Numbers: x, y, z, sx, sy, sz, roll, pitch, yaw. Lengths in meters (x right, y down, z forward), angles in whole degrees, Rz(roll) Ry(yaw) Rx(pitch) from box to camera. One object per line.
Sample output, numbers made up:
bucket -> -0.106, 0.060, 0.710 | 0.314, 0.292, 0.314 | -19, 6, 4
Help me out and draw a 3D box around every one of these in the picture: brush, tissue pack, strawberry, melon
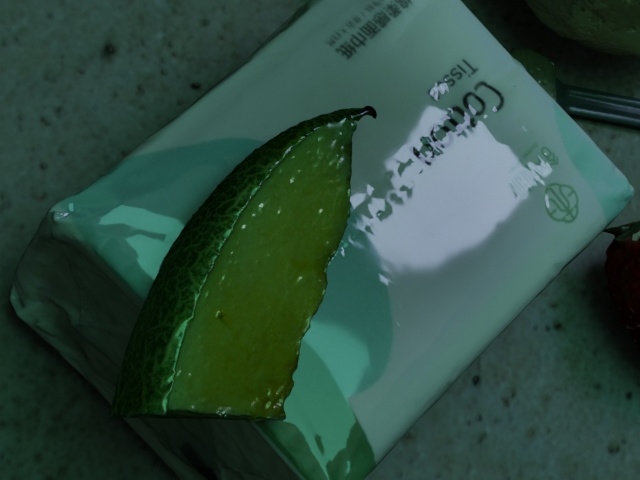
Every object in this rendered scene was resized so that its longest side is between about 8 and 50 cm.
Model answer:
brush -> 0.259, -0.107, 1.633 | 0.266, 0.027, 0.062 | 9, 69, -20
tissue pack -> 0.001, -0.001, 1.390 | 0.266, 0.194, 0.356 | 47, 61, 0
strawberry -> 0.283, 0.042, 1.552 | 0.131, 0.148, 0.131 | -1, 35, 1
melon -> -0.031, 0.014, 1.237 | 0.114, 0.053, 0.262 | 34, 70, -13

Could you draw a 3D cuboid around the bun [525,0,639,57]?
bun -> 0.238, -0.261, 1.608 | 0.259, 0.152, 0.259 | 16, 58, -28
